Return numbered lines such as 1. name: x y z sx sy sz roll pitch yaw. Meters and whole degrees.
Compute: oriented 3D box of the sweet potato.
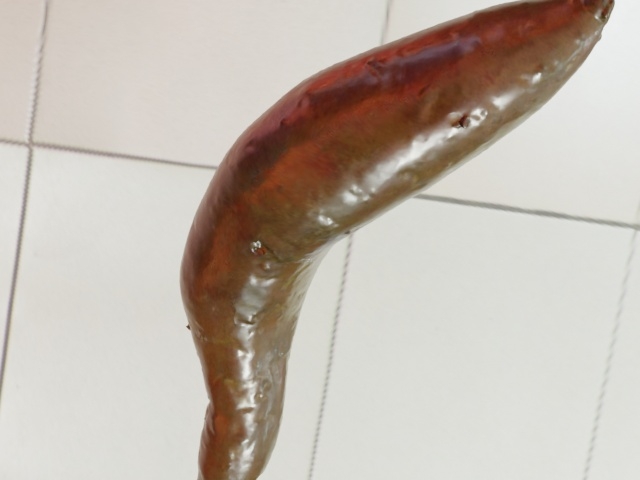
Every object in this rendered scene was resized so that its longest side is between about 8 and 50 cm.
1. sweet potato: -0.007 -0.002 0.571 0.108 0.079 0.346 40 120 9
